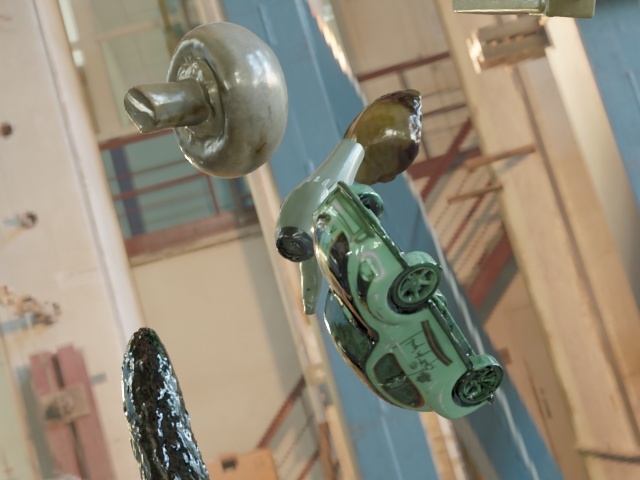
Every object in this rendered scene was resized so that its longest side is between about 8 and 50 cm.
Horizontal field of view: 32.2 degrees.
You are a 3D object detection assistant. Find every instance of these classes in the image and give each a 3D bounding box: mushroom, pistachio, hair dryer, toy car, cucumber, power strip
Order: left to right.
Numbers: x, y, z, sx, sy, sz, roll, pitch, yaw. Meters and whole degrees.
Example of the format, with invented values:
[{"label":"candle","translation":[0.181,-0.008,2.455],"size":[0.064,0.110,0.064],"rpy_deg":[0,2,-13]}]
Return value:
[{"label":"cucumber","translation":[-0.172,0.224,1.234],"size":[0.081,0.303,0.072],"rpy_deg":[-35,-38,9]},{"label":"mushroom","translation":[-0.154,-0.179,1.443],"size":[0.215,0.207,0.207],"rpy_deg":[-14,-9,-39]},{"label":"hair dryer","translation":[0.010,-0.032,1.520],"size":[0.088,0.219,0.225],"rpy_deg":[17,-24,16]},{"label":"pistachio","translation":[0.127,-0.196,2.104],"size":[0.210,0.165,0.130],"rpy_deg":[-60,-28,-1]},{"label":"toy car","translation":[0.068,0.074,1.074],"size":[0.125,0.136,0.306],"rpy_deg":[-38,-45,1]},{"label":"power strip","translation":[0.224,-0.270,1.239],"size":[0.064,0.044,0.305],"rpy_deg":[-1,11,-15]}]
